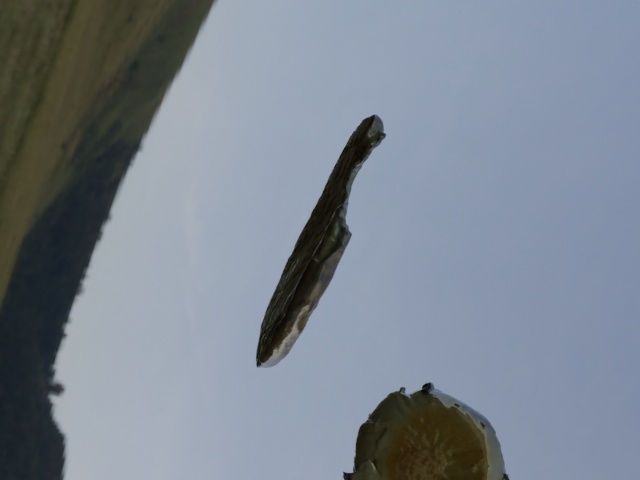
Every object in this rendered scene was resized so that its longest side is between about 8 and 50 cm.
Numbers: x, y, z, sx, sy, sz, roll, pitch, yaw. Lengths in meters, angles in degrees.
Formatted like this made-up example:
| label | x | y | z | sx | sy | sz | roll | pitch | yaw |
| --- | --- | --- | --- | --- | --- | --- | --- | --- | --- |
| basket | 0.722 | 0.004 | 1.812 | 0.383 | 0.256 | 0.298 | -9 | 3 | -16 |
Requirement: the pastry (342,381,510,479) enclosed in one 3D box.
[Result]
| label | x | y | z | sx | sy | sz | roll | pitch | yaw |
| --- | --- | --- | --- | --- | --- | --- | --- | --- | --- |
| pastry | 0.105 | 0.222 | 1.019 | 0.088 | 0.166 | 0.165 | 94 | 4 | -64 |

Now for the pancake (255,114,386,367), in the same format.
| label | x | y | z | sx | sy | sz | roll | pitch | yaw |
| --- | --- | --- | --- | --- | --- | --- | --- | --- | --- |
| pancake | 0.000 | 0.000 | 1.095 | 0.286 | 0.033 | 0.288 | -62 | -174 | 4 |
